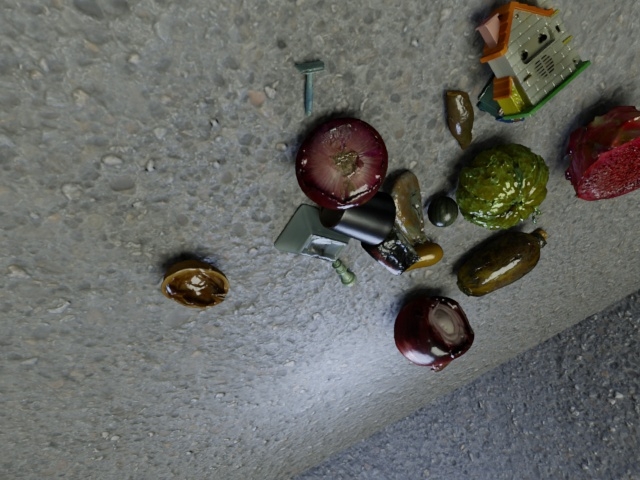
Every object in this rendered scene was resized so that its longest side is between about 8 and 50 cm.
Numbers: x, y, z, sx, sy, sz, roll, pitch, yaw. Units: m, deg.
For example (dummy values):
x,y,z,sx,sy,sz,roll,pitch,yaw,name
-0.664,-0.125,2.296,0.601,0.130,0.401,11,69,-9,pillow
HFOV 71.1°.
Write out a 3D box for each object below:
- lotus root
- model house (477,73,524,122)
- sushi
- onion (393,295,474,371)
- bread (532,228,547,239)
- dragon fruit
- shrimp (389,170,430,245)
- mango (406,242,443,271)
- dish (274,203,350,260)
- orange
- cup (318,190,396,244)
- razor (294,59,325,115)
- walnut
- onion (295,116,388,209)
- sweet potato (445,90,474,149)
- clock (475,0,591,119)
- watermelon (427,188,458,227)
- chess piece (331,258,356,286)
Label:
x,y,z,sx,sy,sz,roll,pitch,yaw,name
0.754,0.096,1.878,0.397,0.179,0.196,-33,142,6,lotus root
0.553,-0.396,1.282,0.119,0.149,0.148,5,131,-35,model house
0.243,0.021,1.543,0.126,0.136,0.225,-44,131,12,sushi
0.468,0.394,1.940,0.340,0.341,0.341,-16,138,-15,onion
0.960,-0.004,2.002,0.110,0.044,0.083,-38,143,12,bread
1.036,-0.323,1.572,0.386,0.249,0.371,15,139,-35,dragon fruit
0.302,-0.097,1.468,0.168,0.077,0.317,-57,140,-17,shrimp
0.377,0.062,1.704,0.183,0.085,0.102,-18,144,3,mango
0.000,0.000,1.422,0.243,0.080,0.182,14,124,-38,dish
0.583,-0.172,1.478,0.300,0.223,0.300,-17,127,-9,orange
0.108,-0.121,1.344,0.176,0.240,0.166,14,166,-32,cup
-0.026,-0.359,1.074,0.068,0.040,0.135,-16,143,-15,razor
-0.367,0.114,1.318,0.167,0.087,0.211,-36,138,18,walnut
0.053,-0.197,1.163,0.247,0.161,0.248,-2,100,-13,onion
0.417,-0.343,1.315,0.077,0.077,0.244,-32,138,3,sweet potato
0.519,-0.481,1.139,0.219,0.106,0.255,-40,106,-5,clock
0.423,-0.111,1.543,0.105,0.105,0.133,3,93,-32,watermelon
0.075,0.105,1.598,0.059,0.059,0.149,-33,132,5,chess piece
